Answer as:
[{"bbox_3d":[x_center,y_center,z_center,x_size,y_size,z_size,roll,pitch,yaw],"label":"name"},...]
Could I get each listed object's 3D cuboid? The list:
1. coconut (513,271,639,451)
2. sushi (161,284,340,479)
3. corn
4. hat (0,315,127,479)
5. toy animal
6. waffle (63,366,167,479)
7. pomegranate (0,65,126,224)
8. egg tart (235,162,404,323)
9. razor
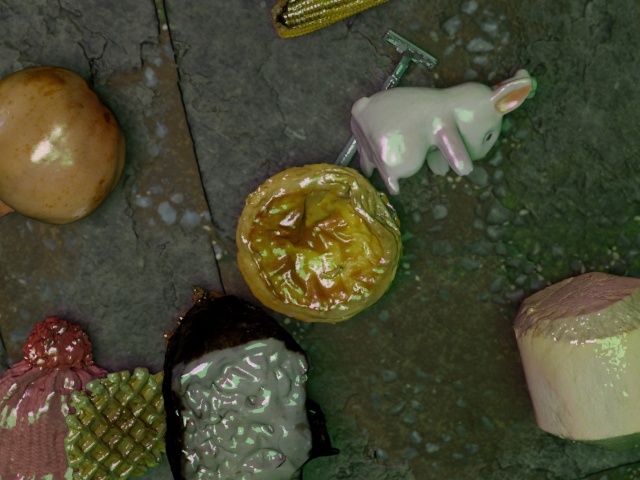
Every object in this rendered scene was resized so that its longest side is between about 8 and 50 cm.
[{"bbox_3d":[0.404,0.182,1.369,0.239,0.239,0.244,-21,101,0],"label":"coconut"},{"bbox_3d":[-0.106,0.252,1.360,0.234,0.207,0.349,-2,108,-17],"label":"sushi"},{"bbox_3d":[0.028,-0.335,1.318,0.203,0.072,0.072,-23,102,1],"label":"corn"},{"bbox_3d":[-0.384,0.245,1.380,0.236,0.107,0.287,-1,103,-33],"label":"hat"},{"bbox_3d":[0.183,-0.150,1.323,0.282,0.140,0.138,-9,102,-9],"label":"toy animal"},{"bbox_3d":[-0.282,0.264,1.379,0.183,0.036,0.169,-12,108,-43],"label":"waffle"},{"bbox_3d":[-0.355,-0.124,1.262,0.207,0.207,0.207,-1,101,-4],"label":"pomegranate"},{"bbox_3d":[0.000,0.000,1.359,0.241,0.106,0.241,1,109,2],"label":"egg tart"},{"bbox_3d":[0.077,-0.185,1.369,0.084,0.036,0.211,30,96,-7],"label":"razor"}]
